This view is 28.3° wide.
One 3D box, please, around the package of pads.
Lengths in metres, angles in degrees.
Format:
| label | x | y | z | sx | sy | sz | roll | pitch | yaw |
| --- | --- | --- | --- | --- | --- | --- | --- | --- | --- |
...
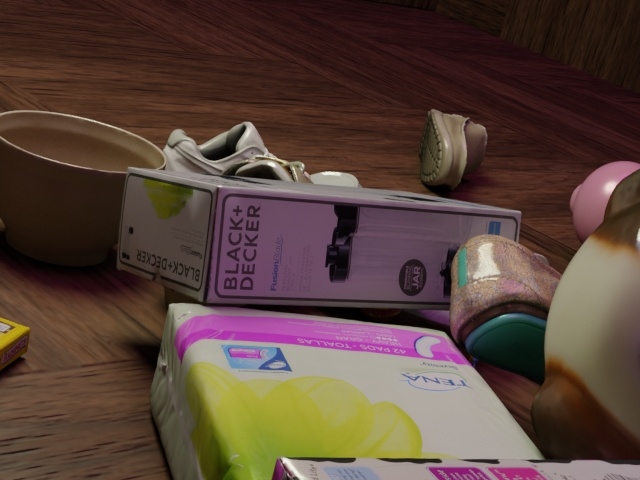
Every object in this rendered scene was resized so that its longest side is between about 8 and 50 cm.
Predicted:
| label | x | y | z | sx | sy | sz | roll | pitch | yaw |
| --- | --- | --- | --- | --- | --- | --- | --- | --- | --- |
| package of pads | 0.025 | 0.148 | 0.832 | 0.229 | 0.101 | 0.296 | 8 | 19 | -19 |

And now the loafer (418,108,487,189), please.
| label | x | y | z | sx | sy | sz | roll | pitch | yaw |
| --- | --- | --- | --- | --- | --- | --- | --- | --- | --- |
| loafer | 0.196 | -0.138 | 1.838 | 0.092 | 0.101 | 0.268 | 10 | 17 | 0 |

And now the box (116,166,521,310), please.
| label | x | y | z | sx | sy | sz | roll | pitch | yaw |
| --- | --- | --- | --- | --- | --- | --- | --- | --- | --- |
| box | 0.000 | 0.000 | 1.039 | 0.290 | 0.087 | 0.169 | 3 | 6 | -31 |

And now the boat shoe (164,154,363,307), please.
| label | x | y | z | sx | sy | sz | roll | pitch | yaw |
| --- | --- | --- | --- | --- | --- | --- | --- | --- | --- |
| boat shoe | -0.042 | -0.028 | 1.210 | 0.113 | 0.103 | 0.302 | 6 | 21 | 26 |

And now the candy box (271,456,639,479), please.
| label | x | y | z | sx | sy | sz | roll | pitch | yaw |
| --- | --- | --- | --- | --- | --- | --- | --- | --- | --- |
| candy box | 0.073 | 0.194 | 0.640 | 0.234 | 0.159 | 0.071 | 6 | 19 | -30 |

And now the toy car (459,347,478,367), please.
| label | x | y | z | sx | sy | sz | roll | pitch | yaw |
| --- | --- | --- | --- | --- | --- | --- | --- | --- | --- |
| toy car | 0.188 | 0.125 | 1.177 | 0.122 | 0.060 | 0.040 | 7 | 56 | 28 |

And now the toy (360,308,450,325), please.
| label | x | y | z | sx | sy | sz | roll | pitch | yaw |
| --- | --- | --- | --- | --- | --- | --- | --- | --- | --- |
| toy | 0.074 | 0.045 | 1.238 | 0.237 | 0.056 | 0.137 | 15 | 27 | 36 |

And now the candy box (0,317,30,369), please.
| label | x | y | z | sx | sy | sz | roll | pitch | yaw |
| --- | --- | --- | --- | --- | --- | --- | --- | --- | --- |
| candy box | -0.327 | 0.056 | 0.923 | 0.206 | 0.027 | 0.105 | 18 | 21 | 8 |

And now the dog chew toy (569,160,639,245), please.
| label | x | y | z | sx | sy | sz | roll | pitch | yaw |
| --- | --- | --- | --- | --- | --- | --- | --- | --- | --- |
| dog chew toy | 0.453 | -0.009 | 1.534 | 0.332 | 0.206 | 0.207 | 21 | 17 | 40 |

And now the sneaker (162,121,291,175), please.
| label | x | y | z | sx | sy | sz | roll | pitch | yaw |
| --- | --- | --- | --- | --- | --- | --- | --- | --- | --- |
| sneaker | -0.068 | -0.068 | 1.374 | 0.232 | 0.115 | 0.090 | 6 | 20 | -28 |

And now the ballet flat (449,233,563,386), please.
| label | x | y | z | sx | sy | sz | roll | pitch | yaw |
| --- | --- | --- | --- | --- | --- | --- | --- | --- | --- |
| ballet flat | 0.215 | 0.078 | 1.039 | 0.316 | 0.108 | 0.106 | 33 | 33 | -41 |

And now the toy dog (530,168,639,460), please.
| label | x | y | z | sx | sy | sz | roll | pitch | yaw |
| --- | --- | --- | --- | --- | --- | --- | --- | --- | --- |
| toy dog | 0.341 | 0.103 | 0.839 | 0.408 | 0.284 | 0.395 | 28 | -4 | -22 |

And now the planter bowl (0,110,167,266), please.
| label | x | y | z | sx | sy | sz | roll | pitch | yaw |
| --- | --- | --- | --- | --- | --- | --- | --- | --- | --- |
| planter bowl | -0.233 | -0.042 | 1.167 | 0.162 | 0.109 | 0.162 | 15 | 17 | -5 |
